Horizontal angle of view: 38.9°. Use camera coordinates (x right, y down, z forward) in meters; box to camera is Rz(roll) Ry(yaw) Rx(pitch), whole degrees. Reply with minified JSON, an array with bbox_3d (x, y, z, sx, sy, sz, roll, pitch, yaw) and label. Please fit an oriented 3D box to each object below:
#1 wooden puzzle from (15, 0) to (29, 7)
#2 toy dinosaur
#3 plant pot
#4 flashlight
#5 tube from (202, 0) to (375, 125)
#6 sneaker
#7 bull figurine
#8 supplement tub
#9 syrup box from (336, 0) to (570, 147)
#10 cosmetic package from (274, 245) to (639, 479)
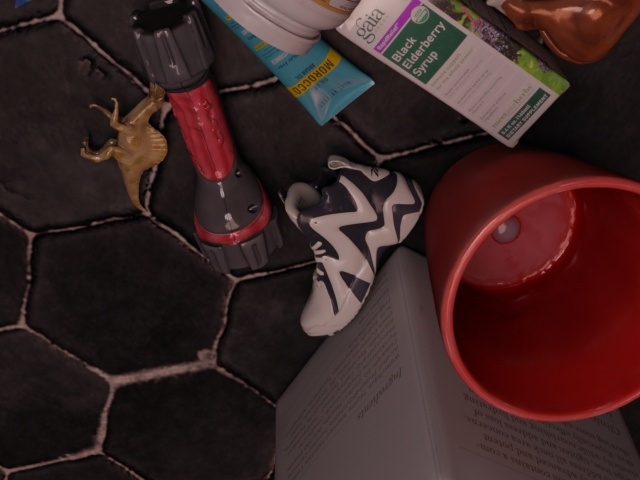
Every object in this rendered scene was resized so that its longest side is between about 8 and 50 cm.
[{"bbox_3d":[-0.347,-0.279,0.915,0.078,0.014,0.116,-27,121,21],"label":"wooden puzzle"},{"bbox_3d":[-0.220,-0.100,1.019,0.092,0.053,0.183,11,123,-11],"label":"toy dinosaur"},{"bbox_3d":[0.234,0.020,0.984,0.274,0.243,0.275,-3,113,-8],"label":"plant pot"},{"bbox_3d":[-0.123,-0.105,0.983,0.103,0.103,0.304,16,139,34],"label":"flashlight"},{"bbox_3d":[-0.039,-0.209,0.959,0.080,0.052,0.207,-32,125,29],"label":"tube"},{"bbox_3d":[0.000,0.000,1.073,0.153,0.094,0.235,26,120,-17],"label":"sneaker"},{"bbox_3d":[0.295,-0.314,0.864,0.188,0.101,0.310,22,120,-14],"label":"bull figurine"},{"bbox_3d":[-0.003,-0.283,0.811,0.144,0.144,0.200,30,116,-21],"label":"supplement tub"},{"bbox_3d":[0.132,-0.207,0.934,0.236,0.096,0.093,29,119,-22],"label":"syrup box"},{"bbox_3d":[0.157,0.288,1.096,0.329,0.394,0.327,26,120,-18],"label":"cosmetic package"}]
